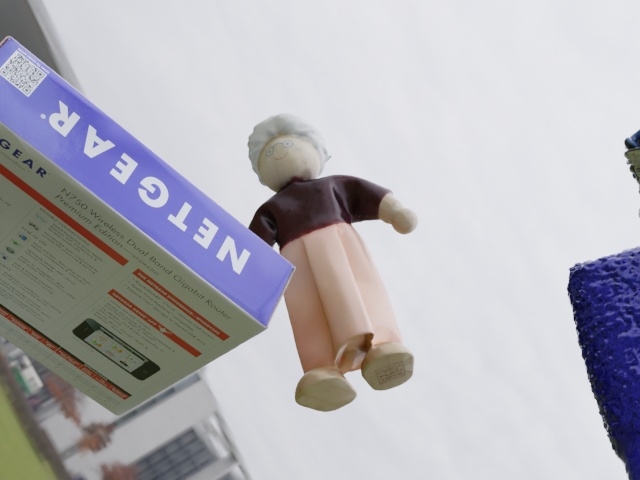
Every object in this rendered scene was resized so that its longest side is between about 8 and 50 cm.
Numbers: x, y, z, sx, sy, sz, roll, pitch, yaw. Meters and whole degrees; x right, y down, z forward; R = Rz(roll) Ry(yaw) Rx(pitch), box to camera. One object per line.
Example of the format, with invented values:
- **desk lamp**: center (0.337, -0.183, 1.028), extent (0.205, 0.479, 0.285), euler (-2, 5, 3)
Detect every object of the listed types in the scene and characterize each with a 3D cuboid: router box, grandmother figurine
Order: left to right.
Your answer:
- **router box**: center (-0.243, 0.011, 0.961), extent (0.335, 0.082, 0.301), euler (40, -43, -17)
- **grandmother figurine**: center (0.000, 0.000, 1.043), extent (0.104, 0.207, 0.342), euler (82, -10, -56)

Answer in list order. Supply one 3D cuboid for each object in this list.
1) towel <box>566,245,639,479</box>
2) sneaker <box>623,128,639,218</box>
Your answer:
- **towel**: center (0.286, 0.100, 0.582), extent (0.308, 0.227, 0.076), euler (-93, 170, -49)
- **sneaker**: center (0.247, -0.058, 0.707), extent (0.058, 0.052, 0.135), euler (37, -21, 20)
